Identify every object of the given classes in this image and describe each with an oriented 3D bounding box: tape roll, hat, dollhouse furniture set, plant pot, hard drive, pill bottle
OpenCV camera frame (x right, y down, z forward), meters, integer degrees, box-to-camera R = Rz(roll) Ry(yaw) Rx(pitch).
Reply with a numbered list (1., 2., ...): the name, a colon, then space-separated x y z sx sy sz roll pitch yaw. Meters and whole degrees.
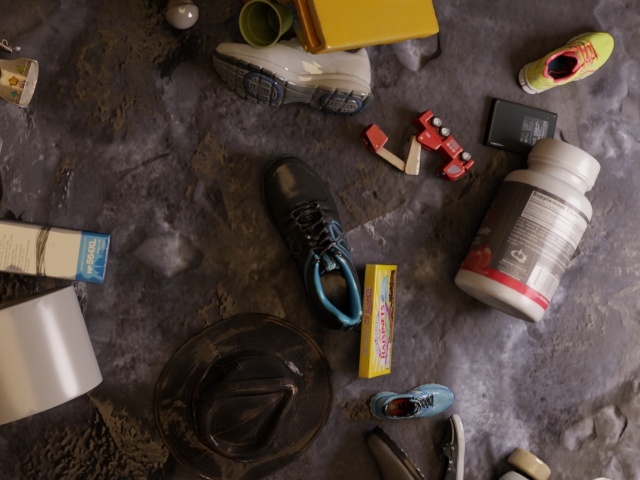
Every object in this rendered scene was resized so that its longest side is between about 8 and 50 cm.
1. tape roll: -0.493 0.184 1.465 0.246 0.246 0.169 -18 95 -12
2. hat: -0.125 0.288 1.608 0.331 0.134 0.331 0 90 -12
3. dollhouse furniture set: -0.548 -0.329 1.516 0.081 0.114 0.091 32 81 -16
4. plant pot: -0.087 -0.384 1.596 0.083 0.079 0.083 10 114 24
5. hard drive: 0.390 -0.217 1.777 0.135 0.022 0.094 12 88 -13
6. pill bottle: 0.395 -0.022 1.701 0.176 0.176 0.318 29 84 -12

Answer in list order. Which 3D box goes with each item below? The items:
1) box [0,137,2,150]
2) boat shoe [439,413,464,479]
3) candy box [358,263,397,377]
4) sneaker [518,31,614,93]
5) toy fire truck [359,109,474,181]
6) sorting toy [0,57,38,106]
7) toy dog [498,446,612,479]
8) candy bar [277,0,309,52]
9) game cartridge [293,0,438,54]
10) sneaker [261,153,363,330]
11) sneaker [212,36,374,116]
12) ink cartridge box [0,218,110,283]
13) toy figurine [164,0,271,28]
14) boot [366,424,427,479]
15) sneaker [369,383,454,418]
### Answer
1. box: -0.673 -0.156 1.460 0.290 0.169 0.087 10 88 -12
2. boat shoe: 0.248 0.402 1.737 0.040 0.049 0.142 -2 93 -12
3. candy box: 0.106 0.146 1.678 0.027 0.105 0.205 3 90 28
4. sneaker: 0.491 -0.346 1.763 0.209 0.094 0.081 -30 95 -12
5. toy fire truck: 0.182 -0.170 1.717 0.135 0.047 0.192 -44 100 -9
6. sorting toy: -0.528 -0.275 1.559 0.075 0.045 0.083 16 87 -5
7. toy dog: 0.449 0.538 1.726 0.334 0.161 0.220 22 86 -12
8. candy bar: -0.036 -0.390 1.638 0.040 0.018 0.161 -13 53 -15
9. game cartridge: 0.065 -0.484 1.612 0.324 0.053 0.285 -20 95 -45
10. sneaker: 0.000 0.000 1.630 0.125 0.140 0.340 -25 94 -9
11. sneaker: -0.047 -0.313 1.650 0.297 0.111 0.129 11 66 -12
12. ink cartridge box: -0.458 0.016 1.520 0.203 0.148 0.085 9 89 -13
13. toy figurine: -0.175 -0.463 1.550 0.210 0.213 0.148 -11 81 -17
14. boot: 0.117 0.532 1.679 0.223 0.118 0.338 -30 93 -6
15. sneaker: 0.178 0.311 1.706 0.162 0.073 0.063 -8 92 -13
